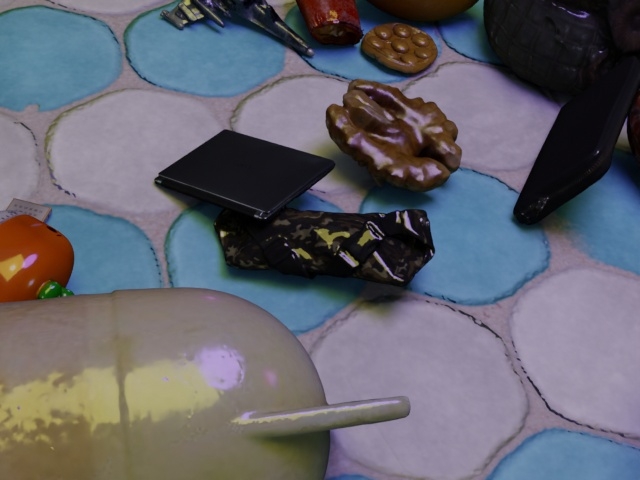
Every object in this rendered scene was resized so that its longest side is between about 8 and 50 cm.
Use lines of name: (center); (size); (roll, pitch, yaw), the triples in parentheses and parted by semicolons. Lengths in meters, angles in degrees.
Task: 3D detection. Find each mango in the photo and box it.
mango: (0.137, -0.390, 1.316); (0.221, 0.151, 0.120); (24, 32, -30)

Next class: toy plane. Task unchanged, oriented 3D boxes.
toy plane: (-0.109, -0.345, 1.279); (0.262, 0.088, 0.192); (38, 80, 19)

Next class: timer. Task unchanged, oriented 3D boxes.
timer: (-0.295, 0.036, 0.891); (0.136, 0.099, 0.136); (-1, 56, 2)

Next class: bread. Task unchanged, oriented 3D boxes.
bread: (0.112, -0.272, 1.292); (0.110, 0.024, 0.110); (6, 47, -6)

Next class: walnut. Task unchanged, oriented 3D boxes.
walnut: (0.088, -0.122, 1.112); (0.170, 0.069, 0.143); (36, 52, 7)

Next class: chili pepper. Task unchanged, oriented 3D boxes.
chili pepper: (0.004, -0.354, 1.306); (0.084, 0.086, 0.192); (-17, 60, 2)

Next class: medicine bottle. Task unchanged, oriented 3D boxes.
medicine bottle: (-0.152, 0.156, 0.714); (0.406, 0.235, 0.235); (-4, 49, -13)

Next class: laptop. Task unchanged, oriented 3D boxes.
laptop: (-0.089, -0.078, 1.053); (0.180, 0.016, 0.129); (21, 45, 34)

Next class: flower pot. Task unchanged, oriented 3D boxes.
flower pot: (0.388, -0.336, 1.270); (0.302, 0.213, 0.302); (4, 47, -5)

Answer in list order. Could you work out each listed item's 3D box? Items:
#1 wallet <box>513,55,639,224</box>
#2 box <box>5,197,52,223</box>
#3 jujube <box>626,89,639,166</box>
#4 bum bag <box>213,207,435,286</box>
wallet: (0.321, -0.123, 1.117); (0.044, 0.149, 0.250); (41, 47, -7)
box: (-0.328, -0.010, 0.986); (0.046, 0.012, 0.083); (15, 47, 3)
jujube: (0.479, -0.105, 1.121); (0.168, 0.168, 0.236); (-18, 71, -24)
bum bag: (0.000, 0.001, 0.995); (0.248, 0.069, 0.102); (3, 60, 13)
